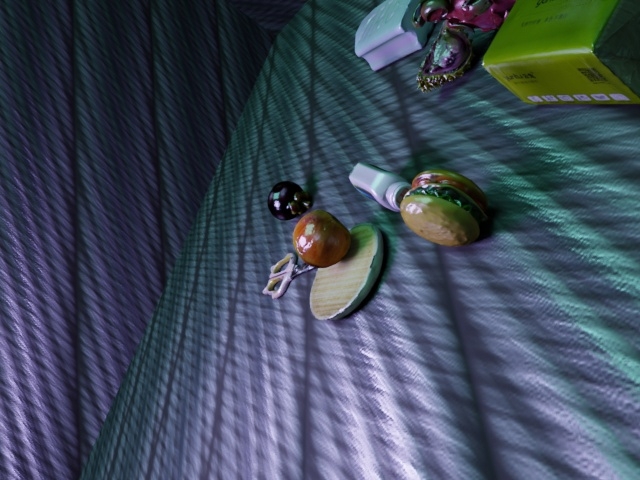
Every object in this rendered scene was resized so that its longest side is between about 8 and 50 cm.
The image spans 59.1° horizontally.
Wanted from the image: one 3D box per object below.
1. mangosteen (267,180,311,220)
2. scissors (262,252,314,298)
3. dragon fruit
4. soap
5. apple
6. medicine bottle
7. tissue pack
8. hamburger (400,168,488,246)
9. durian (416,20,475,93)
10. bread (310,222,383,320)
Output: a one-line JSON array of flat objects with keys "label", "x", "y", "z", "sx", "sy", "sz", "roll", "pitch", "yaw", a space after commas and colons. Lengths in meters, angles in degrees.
[{"label": "mangosteen", "x": -0.098, "y": -0.128, "z": 1.861, "sx": 0.152, "sy": 0.137, "sz": 0.137, "roll": 12, "pitch": 70, "yaw": 30}, {"label": "scissors", "x": -0.082, "y": 0.091, "z": 1.671, "sx": 0.318, "sy": 0.024, "sz": 0.160, "roll": -24, "pitch": 42, "yaw": 54}, {"label": "dragon fruit", "x": 0.356, "y": -0.572, "z": 1.278, "sx": 0.218, "sy": 0.273, "sz": 0.198, "roll": -89, "pitch": 1, "yaw": -56}, {"label": "soap", "x": 0.236, "y": -0.690, "z": 1.837, "sx": 0.208, "sy": 0.115, "sz": 0.347, "roll": -64, "pitch": 23, "yaw": -11}, {"label": "apple", "x": 0.000, "y": 0.000, "z": 1.359, "sx": 0.146, "sy": 0.147, "sz": 0.146, "roll": -45, "pitch": 27, "yaw": 31}, {"label": "medicine bottle", "x": 0.154, "y": -0.122, "z": 1.325, "sx": 0.078, "sy": 0.115, "sz": 0.219, "roll": -57, "pitch": 23, "yaw": 4}, {"label": "tissue pack", "x": 0.442, "y": -0.346, "z": 0.940, "sx": 0.200, "sy": 0.167, "sz": 0.275, "roll": -59, "pitch": 24, "yaw": 2}, {"label": "hamburger", "x": 0.232, "y": -0.059, "z": 1.055, "sx": 0.162, "sy": 0.162, "sz": 0.115, "roll": -9, "pitch": 50, "yaw": 61}, {"label": "durian", "x": 0.329, "y": -0.440, "z": 1.409, "sx": 0.108, "sy": 0.119, "sz": 0.186, "roll": 26, "pitch": 89, "yaw": 30}, {"label": "bread", "x": 0.066, "y": 0.077, "z": 1.366, "sx": 0.267, "sy": 0.041, "sz": 0.266, "roll": -44, "pitch": 28, "yaw": 31}]
